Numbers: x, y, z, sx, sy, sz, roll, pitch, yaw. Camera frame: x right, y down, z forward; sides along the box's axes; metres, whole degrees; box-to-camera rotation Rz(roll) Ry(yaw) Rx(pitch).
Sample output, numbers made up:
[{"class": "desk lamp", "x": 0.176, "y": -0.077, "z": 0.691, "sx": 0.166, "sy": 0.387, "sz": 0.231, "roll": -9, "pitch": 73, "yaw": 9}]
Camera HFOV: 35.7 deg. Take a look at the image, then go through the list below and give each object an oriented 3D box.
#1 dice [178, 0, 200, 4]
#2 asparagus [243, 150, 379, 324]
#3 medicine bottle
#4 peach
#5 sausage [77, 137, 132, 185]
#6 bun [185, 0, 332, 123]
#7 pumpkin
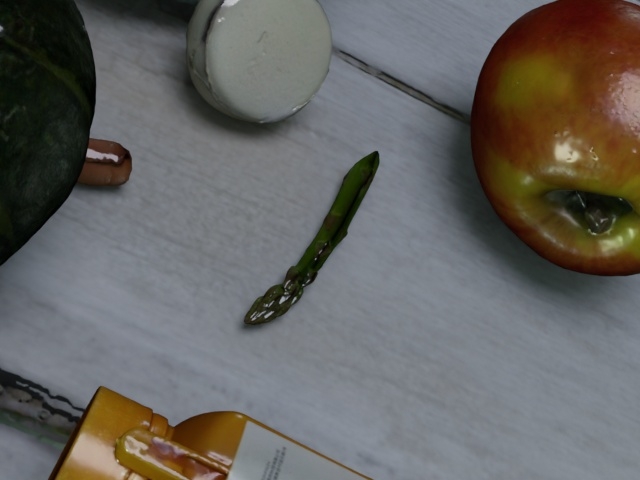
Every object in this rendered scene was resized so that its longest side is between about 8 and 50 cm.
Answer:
[{"class": "dice", "x": -0.095, "y": -0.391, "z": 0.888, "sx": 0.265, "sy": 0.268, "sz": 0.262, "roll": 9, "pitch": 49, "yaw": -42}, {"class": "asparagus", "x": 0.000, "y": -0.001, "z": 0.876, "sx": 0.034, "sy": 0.027, "sz": 0.236, "roll": 50, "pitch": 48, "yaw": -18}, {"class": "medicine bottle", "x": -0.066, "y": 0.188, "z": 0.640, "sx": 0.222, "sy": 0.149, "sz": 0.112, "roll": 28, "pitch": 51, "yaw": -10}, {"class": "peach", "x": 0.276, "y": -0.107, "z": 0.959, "sx": 0.281, "sy": 0.238, "sz": 0.281, "roll": 4, "pitch": 47, "yaw": -5}, {"class": "sausage", "x": -0.237, "y": -0.079, "z": 0.792, "sx": 0.177, "sy": 0.040, "sz": 0.047, "roll": 14, "pitch": 56, "yaw": -18}, {"class": "bun", "x": -0.064, "y": -0.179, "z": 0.913, "sx": 0.138, "sy": 0.138, "sz": 0.094, "roll": -1, "pitch": 19, "yaw": -29}, {"class": "pumpkin", "x": -0.296, "y": -0.102, "z": 0.646, "sx": 0.300, "sy": 0.207, "sz": 0.300, "roll": 3, "pitch": 64, "yaw": -7}]
